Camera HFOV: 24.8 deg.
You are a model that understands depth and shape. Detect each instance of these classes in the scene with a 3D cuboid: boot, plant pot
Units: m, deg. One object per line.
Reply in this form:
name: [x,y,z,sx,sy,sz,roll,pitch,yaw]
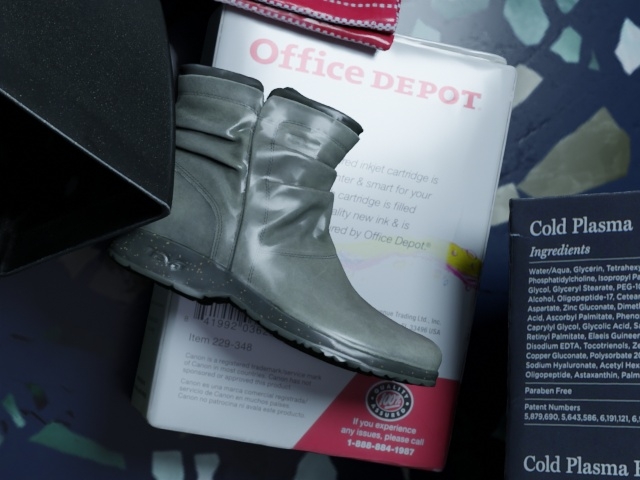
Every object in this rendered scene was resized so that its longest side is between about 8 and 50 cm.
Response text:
boot: [-0.007,-0.013,0.966,0.247,0.083,0.161,26,84,-4]
plant pot: [-0.203,-0.107,0.945,0.188,0.187,0.167,38,51,-35]

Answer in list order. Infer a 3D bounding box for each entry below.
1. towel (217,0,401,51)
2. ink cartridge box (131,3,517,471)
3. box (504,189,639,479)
towel: [-0.020,-0.274,1.057,0.199,0.031,0.274,15,58,-8]
ink cartridge box: [0.000,0.000,1.078,0.226,0.131,0.306,12,86,-12]
box: [0.279,0.143,1.010,0.343,0.179,0.312,14,75,-55]
